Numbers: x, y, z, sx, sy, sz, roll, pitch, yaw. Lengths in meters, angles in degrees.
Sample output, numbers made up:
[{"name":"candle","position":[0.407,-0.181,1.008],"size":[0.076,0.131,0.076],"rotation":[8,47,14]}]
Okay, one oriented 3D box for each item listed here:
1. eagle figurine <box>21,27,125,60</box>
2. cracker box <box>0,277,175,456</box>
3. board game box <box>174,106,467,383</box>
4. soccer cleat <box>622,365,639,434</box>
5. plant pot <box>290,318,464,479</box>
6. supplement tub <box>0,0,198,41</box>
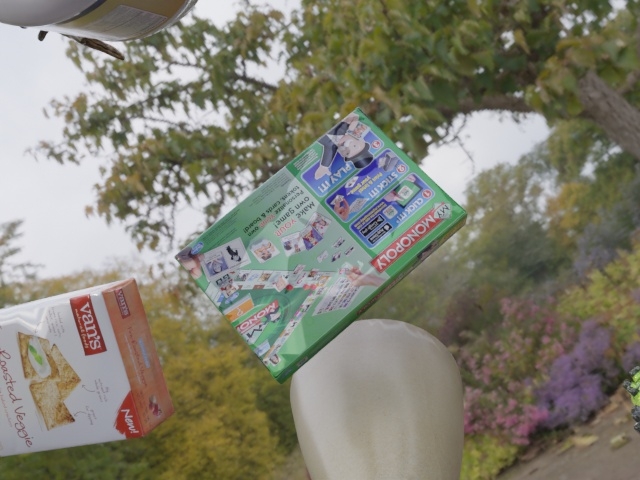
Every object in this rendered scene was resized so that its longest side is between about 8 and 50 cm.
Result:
[{"name":"eagle figurine","position":[-0.398,-0.475,1.248],"size":[0.226,0.225,0.298],"rotation":[7,-64,-34]},{"name":"cracker box","position":[-0.287,0.141,0.840],"size":[0.232,0.156,0.067],"rotation":[-14,5,21]},{"name":"board game box","position":[0.000,0.000,1.007],"size":[0.317,0.213,0.046],"rotation":[-40,-19,-8]},{"name":"soccer cleat","position":[0.349,0.156,0.707],"size":[0.093,0.121,0.289],"rotation":[-53,-13,20]},{"name":"plant pot","position":[0.083,0.283,1.036],"size":[0.256,0.256,0.274],"rotation":[-38,18,15]},{"name":"supplement tub","position":[-0.259,-0.341,0.860],"size":[0.228,0.228,0.316],"rotation":[-38,2,14]}]
